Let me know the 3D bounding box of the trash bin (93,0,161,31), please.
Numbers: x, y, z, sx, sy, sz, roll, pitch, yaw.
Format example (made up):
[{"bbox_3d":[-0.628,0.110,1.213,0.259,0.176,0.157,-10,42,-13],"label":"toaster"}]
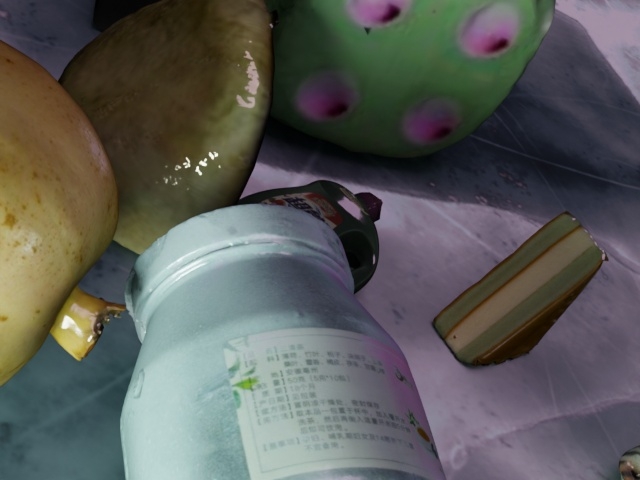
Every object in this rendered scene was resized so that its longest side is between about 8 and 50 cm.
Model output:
[{"bbox_3d":[-0.193,-0.361,1.437,0.115,0.165,0.225,18,44,-19],"label":"trash bin"}]

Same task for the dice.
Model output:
[{"bbox_3d":[0.071,-0.317,1.437,0.322,0.330,0.318,10,43,-23],"label":"dice"}]

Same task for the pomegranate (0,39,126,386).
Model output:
[{"bbox_3d":[-0.293,-0.018,0.925,0.319,0.319,0.319,18,42,-17],"label":"pomegranate"}]

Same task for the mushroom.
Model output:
[{"bbox_3d":[-0.156,-0.160,1.213,0.212,0.217,0.292,21,42,-9],"label":"mushroom"}]

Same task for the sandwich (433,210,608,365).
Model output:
[{"bbox_3d":[0.212,0.054,1.283,0.113,0.163,0.079,-13,58,-40],"label":"sandwich"}]

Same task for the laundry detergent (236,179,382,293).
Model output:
[{"bbox_3d":[0.000,0.000,1.268,0.222,0.078,0.144,-18,63,-46],"label":"laundry detergent"}]

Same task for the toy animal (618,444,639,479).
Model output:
[{"bbox_3d":[0.420,0.251,1.291,0.170,0.090,0.255,40,37,15],"label":"toy animal"}]

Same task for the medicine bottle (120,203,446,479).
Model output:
[{"bbox_3d":[-0.044,0.139,0.969,0.245,0.245,0.290,7,45,-28],"label":"medicine bottle"}]
